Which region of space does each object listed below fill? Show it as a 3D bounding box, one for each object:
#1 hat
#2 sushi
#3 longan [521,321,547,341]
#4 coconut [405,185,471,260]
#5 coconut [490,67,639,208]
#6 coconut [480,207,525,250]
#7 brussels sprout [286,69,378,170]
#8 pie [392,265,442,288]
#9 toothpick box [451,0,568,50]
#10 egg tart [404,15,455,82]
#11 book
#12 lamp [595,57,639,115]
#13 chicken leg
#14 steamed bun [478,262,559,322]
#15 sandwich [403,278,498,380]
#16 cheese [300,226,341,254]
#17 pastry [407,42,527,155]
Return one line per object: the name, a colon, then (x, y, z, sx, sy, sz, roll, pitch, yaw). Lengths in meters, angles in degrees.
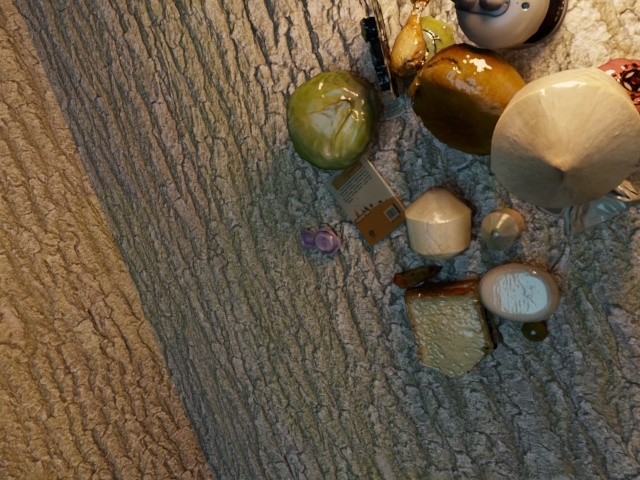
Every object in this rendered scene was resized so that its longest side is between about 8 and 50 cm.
hat: (0.683, -0.134, 1.334, 0.226, 0.164, 0.219, 54, 150, 7)
sushi: (0.161, -0.541, 1.465, 0.059, 0.292, 0.293, -10, 103, 15)
longan: (0.661, 0.281, 1.584, 0.075, 0.075, 0.083, 24, 162, 27)
coconut: (0.363, -0.058, 1.578, 0.202, 0.202, 0.221, 5, 117, 35)
coconut: (0.525, -0.216, 1.103, 0.329, 0.329, 0.328, 15, 117, 32)
coconut: (0.533, -0.033, 1.506, 0.116, 0.122, 0.116, 15, 116, 33)
brussels sprout: (0.034, -0.389, 1.663, 0.328, 0.247, 0.327, 7, 113, 17)
pie: (0.321, 0.126, 1.755, 0.191, 0.088, 0.033, -14, 128, 39)
toothpick box: (0.441, -0.569, 1.229, 0.229, 0.316, 0.228, 15, 116, 33)
egg tart: (0.297, -0.552, 1.498, 0.197, 0.078, 0.197, 15, 116, 33)
book: (0.160, -0.146, 1.805, 0.295, 0.020, 0.208, 54, 130, 6)
lamp: (0.716, -0.342, 1.227, 0.182, 0.140, 0.181, -1, 76, 6)
chicken leg: (0.253, -0.576, 1.415, 0.107, 0.087, 0.251, 14, 93, 43)
steamed bun: (0.594, 0.152, 1.531, 0.228, 0.131, 0.177, -2, 97, 39)
sandwich: (0.442, 0.294, 1.707, 0.262, 0.131, 0.325, -11, 99, 38)
cheese: (0.000, 0.000, 1.971, 0.191, 0.042, 0.105, 8, 112, 35)
pastry: (0.393, -0.365, 1.367, 0.356, 0.164, 0.356, 38, 168, 9)
